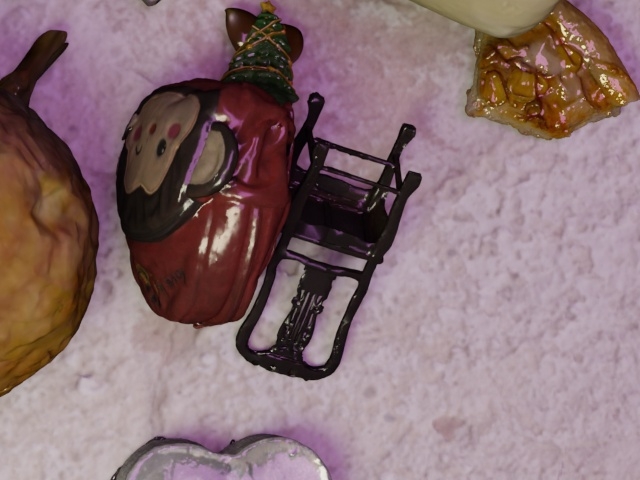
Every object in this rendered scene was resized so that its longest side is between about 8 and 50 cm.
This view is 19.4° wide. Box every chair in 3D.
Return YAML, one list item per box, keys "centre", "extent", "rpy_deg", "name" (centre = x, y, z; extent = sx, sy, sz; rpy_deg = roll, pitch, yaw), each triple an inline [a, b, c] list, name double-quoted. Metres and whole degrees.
- centre: [0.000, 0.000, 1.694]
  extent: [0.106, 0.113, 0.229]
  rpy_deg: [18, 117, -13]
  name: "chair"

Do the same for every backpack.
- centre: [-0.094, -0.030, 1.606]
  extent: [0.139, 0.229, 0.229]
  rpy_deg: [9, 81, -25]
  name: "backpack"

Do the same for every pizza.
- centre: [0.200, -0.165, 1.774]
  extent: [0.161, 0.062, 0.182]
  rpy_deg: [-37, 95, -15]
  name: "pizza"

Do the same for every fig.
- centre: [-0.287, -0.048, 1.567]
  extent: [0.286, 0.286, 0.368]
  rpy_deg: [38, 44, -9]
  name: "fig"

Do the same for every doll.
- centre: [-0.049, -0.171, 1.695]
  extent: [0.078, 0.077, 0.113]
  rpy_deg: [16, 79, -20]
  name: "doll"

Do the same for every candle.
- centre: [-0.085, 0.252, 1.641]
  extent: [0.192, 0.068, 0.168]
  rpy_deg: [-4, 86, -12]
  name: "candle"

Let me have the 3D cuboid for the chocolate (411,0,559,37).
- centre: [0.151, -0.321, 1.628]
  extent: [0.297, 0.314, 0.326]
  rpy_deg: [39, 73, 2]
  name: "chocolate"

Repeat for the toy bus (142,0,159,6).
- centre: [-0.187, -0.291, 1.683]
  extent: [0.072, 0.057, 0.172]
  rpy_deg: [-45, 96, -7]
  name: "toy bus"
